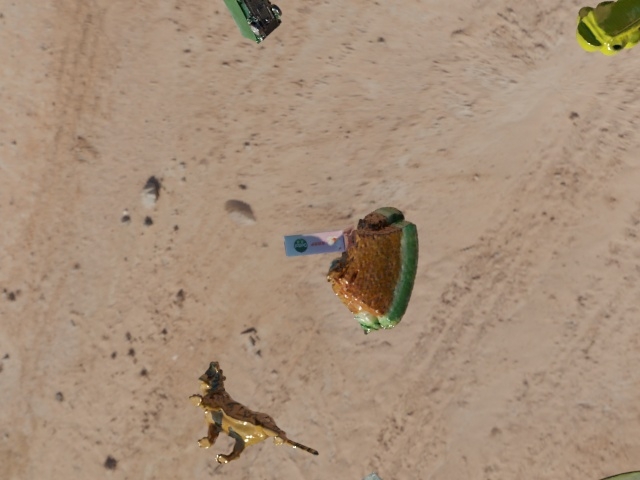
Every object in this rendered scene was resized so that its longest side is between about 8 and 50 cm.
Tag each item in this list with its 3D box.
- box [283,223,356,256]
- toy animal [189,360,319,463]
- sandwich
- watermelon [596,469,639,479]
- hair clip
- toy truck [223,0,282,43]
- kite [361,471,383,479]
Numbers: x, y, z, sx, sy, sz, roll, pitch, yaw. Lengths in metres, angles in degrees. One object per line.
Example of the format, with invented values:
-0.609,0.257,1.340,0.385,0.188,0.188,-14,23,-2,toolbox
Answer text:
0.000,0.000,1.522,0.125,0.089,0.043,-6,96,19,box
-0.118,0.325,1.342,0.255,0.116,0.114,24,116,14,toy animal
0.125,0.057,1.734,0.109,0.212,0.292,14,77,53,sandwich
0.346,0.352,0.855,0.303,0.128,0.159,-22,58,12,watermelon
0.372,-0.272,0.919,0.173,0.046,0.072,-32,70,-15,hair clip
-0.125,-0.424,1.357,0.065,0.147,0.079,-46,51,-12,toy truck
0.022,0.375,0.913,0.229,0.016,0.127,-35,80,12,kite
